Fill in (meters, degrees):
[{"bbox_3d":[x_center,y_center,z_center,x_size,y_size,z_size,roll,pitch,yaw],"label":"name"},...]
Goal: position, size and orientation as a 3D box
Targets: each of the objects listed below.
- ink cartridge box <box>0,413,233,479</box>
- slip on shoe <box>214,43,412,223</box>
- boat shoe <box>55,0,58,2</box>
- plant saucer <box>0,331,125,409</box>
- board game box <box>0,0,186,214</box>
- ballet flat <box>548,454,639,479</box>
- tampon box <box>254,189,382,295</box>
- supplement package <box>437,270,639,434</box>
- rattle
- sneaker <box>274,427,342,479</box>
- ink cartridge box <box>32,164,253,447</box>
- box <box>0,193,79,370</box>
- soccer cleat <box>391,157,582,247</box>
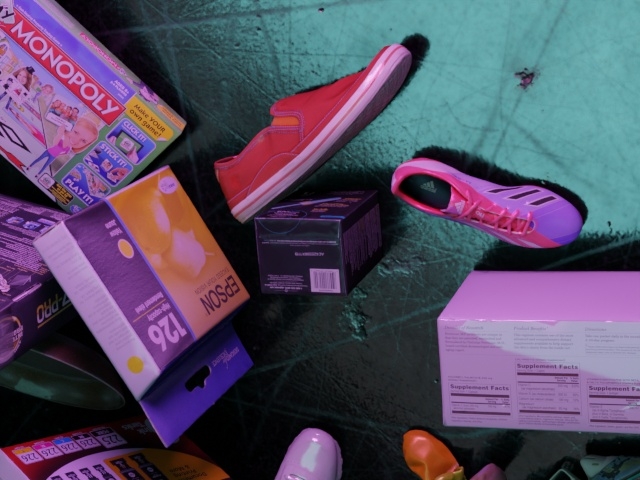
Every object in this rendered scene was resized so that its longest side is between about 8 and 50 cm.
[{"bbox_3d":[-0.260,0.382,1.863,0.272,0.309,0.130,38,115,28],"label":"ink cartridge box"},{"bbox_3d":[-0.017,-0.151,1.780,0.331,0.123,0.101,-39,86,28],"label":"slip on shoe"},{"bbox_3d":[-0.374,-0.359,1.865,0.207,0.073,0.073,-29,93,16],"label":"boat shoe"},{"bbox_3d":[-0.418,0.164,1.940,0.311,0.310,0.050,10,70,16],"label":"plant saucer"},{"bbox_3d":[-0.371,-0.195,1.874,0.317,0.046,0.213,43,116,-15],"label":"board game box"},{"bbox_3d":[0.348,0.321,1.817,0.188,0.070,0.070,-38,91,20],"label":"ballet flat"},{"bbox_3d":[0.000,0.000,1.787,0.120,0.161,0.101,1,105,20],"label":"tampon box"},{"bbox_3d":[0.297,0.132,1.701,0.262,0.204,0.145,0,106,19],"label":"supplement package"},{"bbox_3d":[0.166,0.330,1.802,0.130,0.200,0.142,-27,95,23],"label":"rattle"},{"bbox_3d":[-0.040,0.375,1.943,0.090,0.095,0.235,26,110,12],"label":"sneaker"},{"bbox_3d":[-0.202,0.074,1.800,0.072,0.303,0.307,-33,93,24],"label":"ink cartridge box"},{"bbox_3d":[-0.508,0.031,1.851,0.395,0.318,0.097,15,117,22],"label":"box"},{"bbox_3d":[0.207,-0.042,1.742,0.248,0.095,0.083,20,110,13],"label":"soccer cleat"}]
